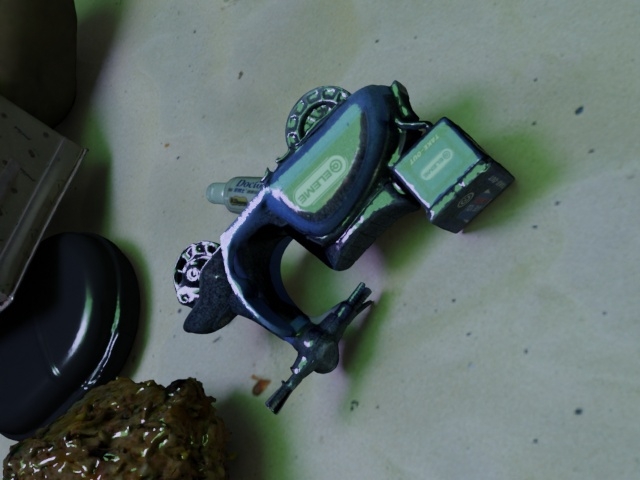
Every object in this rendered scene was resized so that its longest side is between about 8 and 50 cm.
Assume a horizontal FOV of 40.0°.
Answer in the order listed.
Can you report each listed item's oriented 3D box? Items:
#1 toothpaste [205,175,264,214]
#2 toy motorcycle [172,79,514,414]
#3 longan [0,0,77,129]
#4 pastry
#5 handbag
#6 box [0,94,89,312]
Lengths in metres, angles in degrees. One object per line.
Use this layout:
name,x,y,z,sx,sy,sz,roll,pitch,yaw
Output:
toothpaste,-0.036,-0.046,1.005,0.256,0.037,0.067,7,80,38
toy motorcycle,0.000,0.000,0.882,0.358,0.125,0.212,-46,65,15
longan,-0.508,-0.296,1.334,0.288,0.289,0.350,43,126,42
pastry,-0.215,0.246,0.901,0.275,0.193,0.275,-38,21,17
handbag,-0.364,0.129,1.180,0.308,0.093,0.253,-43,50,20
box,-0.493,-0.029,1.194,0.225,0.190,0.297,-35,30,37
